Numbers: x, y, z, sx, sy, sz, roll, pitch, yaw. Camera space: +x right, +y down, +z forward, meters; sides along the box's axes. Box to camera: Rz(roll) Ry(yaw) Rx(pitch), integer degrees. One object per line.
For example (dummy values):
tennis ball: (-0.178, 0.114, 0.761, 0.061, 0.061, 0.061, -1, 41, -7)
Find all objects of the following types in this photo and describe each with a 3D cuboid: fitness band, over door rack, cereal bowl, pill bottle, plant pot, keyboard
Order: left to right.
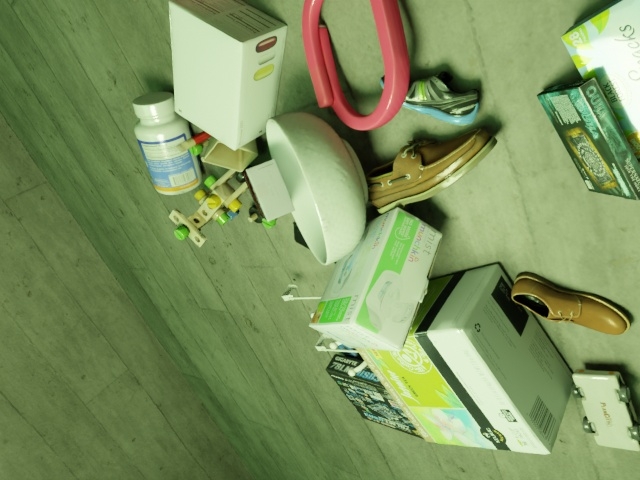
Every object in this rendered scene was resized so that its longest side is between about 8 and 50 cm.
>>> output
pill bottle: (-0.449, -0.284, 1.299, 0.152, 0.152, 0.271, 19, 134, 31)
plant pot: (-0.230, -0.255, 1.147, 0.109, 0.096, 0.109, 13, 157, -31)
keyboard: (0.000, 0.000, 1.232, 0.180, 0.023, 0.108, 28, 144, 22)
cereal bowl: (0.007, -0.124, 0.969, 0.339, 0.141, 0.338, 158, 90, -81)
over door rack: (0.034, 0.256, 1.251, 0.324, 0.108, 0.239, 1, 128, 51)
fitness band: (0.061, -0.346, 0.806, 0.209, 0.054, 0.290, -4, 104, 50)

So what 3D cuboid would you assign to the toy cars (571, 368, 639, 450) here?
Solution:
toy cars: (0.679, 0.394, 0.892, 0.394, 0.087, 0.176, 37, 136, 18)

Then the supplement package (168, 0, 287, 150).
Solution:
supplement package: (-0.211, -0.380, 1.001, 0.204, 0.145, 0.261, 35, 141, 16)

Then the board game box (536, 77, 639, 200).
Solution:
board game box: (0.402, -0.148, 0.659, 0.026, 0.126, 0.186, -33, 101, 8)

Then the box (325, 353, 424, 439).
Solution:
box: (0.200, 0.494, 1.393, 0.296, 0.073, 0.293, 0, 135, 45)

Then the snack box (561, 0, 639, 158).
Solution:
snack box: (0.450, -0.230, 0.573, 0.175, 0.070, 0.207, -22, 105, 50)

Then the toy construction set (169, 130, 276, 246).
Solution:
toy construction set: (-0.319, -0.131, 1.241, 0.258, 0.237, 0.308, -1, 121, 44)

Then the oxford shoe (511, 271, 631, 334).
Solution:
oxford shoe: (0.477, 0.138, 0.863, 0.212, 0.076, 0.076, 21, 133, 27)

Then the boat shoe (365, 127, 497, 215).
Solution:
boat shoe: (0.188, -0.140, 0.862, 0.104, 0.111, 0.307, 51, 142, -6)

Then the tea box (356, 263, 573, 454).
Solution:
tea box: (0.315, 0.272, 1.010, 0.329, 0.220, 0.324, 53, 143, -8)

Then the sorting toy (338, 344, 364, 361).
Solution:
sorting toy: (0.165, 0.310, 1.313, 0.196, 0.047, 0.347, 45, 150, 1)

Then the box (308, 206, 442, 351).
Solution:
box: (0.115, 0.092, 0.955, 0.127, 0.261, 0.231, 29, 161, -13)

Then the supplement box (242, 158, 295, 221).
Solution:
supplement box: (-0.135, -0.126, 1.101, 0.239, 0.073, 0.130, -149, 36, -77)

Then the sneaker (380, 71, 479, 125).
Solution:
sneaker: (0.196, -0.267, 0.797, 0.188, 0.067, 0.078, 28, 117, 26)
